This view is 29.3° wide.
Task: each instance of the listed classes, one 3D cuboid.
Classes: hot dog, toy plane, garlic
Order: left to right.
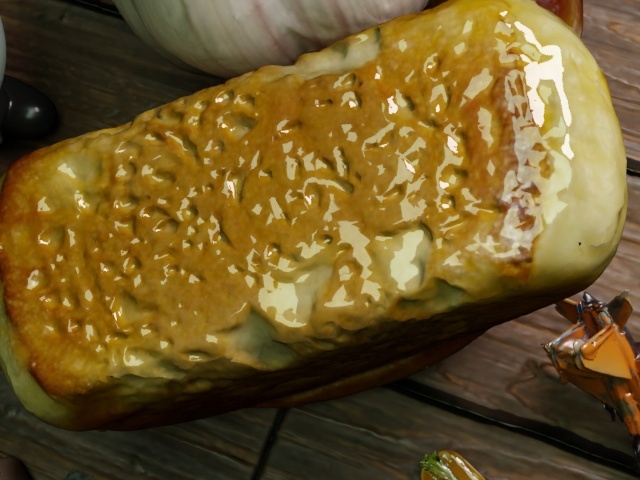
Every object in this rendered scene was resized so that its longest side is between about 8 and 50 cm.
[{"bbox_3d":[-0.013,-0.236,0.828,0.322,0.241,0.321,-18,59,32],"label":"garlic"},{"bbox_3d":[-0.001,-0.002,0.789,0.405,0.223,0.185,-17,74,17],"label":"hot dog"},{"bbox_3d":[0.102,0.176,0.836,0.037,0.021,0.083,-46,76,20],"label":"hot dog"},{"bbox_3d":[0.213,0.111,0.798,0.062,0.135,0.188,-44,106,-24],"label":"toy plane"}]

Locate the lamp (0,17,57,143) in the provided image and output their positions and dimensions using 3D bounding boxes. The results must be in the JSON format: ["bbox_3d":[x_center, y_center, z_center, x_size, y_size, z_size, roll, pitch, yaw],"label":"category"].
[{"bbox_3d":[-0.306,-0.115,0.860,0.198,0.244,0.197,-4,73,13],"label":"lamp"}]

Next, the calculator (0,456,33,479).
[{"bbox_3d":[-0.257,0.331,0.856,0.220,0.048,0.329,-19,74,5],"label":"calculator"}]

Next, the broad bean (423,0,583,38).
[{"bbox_3d":[0.123,-0.143,0.872,0.114,0.084,0.165,42,95,31],"label":"broad bean"}]
